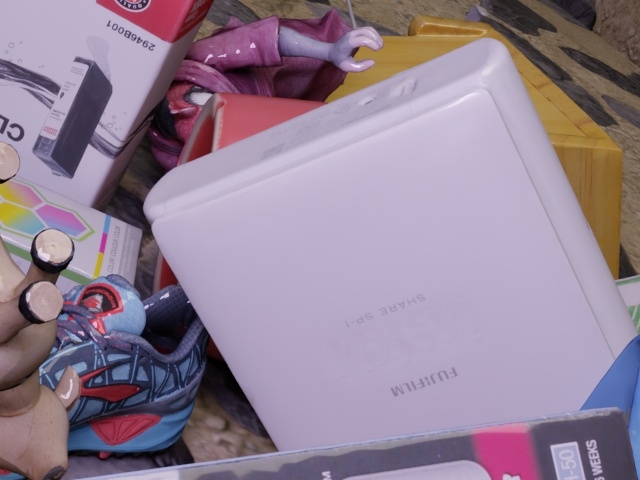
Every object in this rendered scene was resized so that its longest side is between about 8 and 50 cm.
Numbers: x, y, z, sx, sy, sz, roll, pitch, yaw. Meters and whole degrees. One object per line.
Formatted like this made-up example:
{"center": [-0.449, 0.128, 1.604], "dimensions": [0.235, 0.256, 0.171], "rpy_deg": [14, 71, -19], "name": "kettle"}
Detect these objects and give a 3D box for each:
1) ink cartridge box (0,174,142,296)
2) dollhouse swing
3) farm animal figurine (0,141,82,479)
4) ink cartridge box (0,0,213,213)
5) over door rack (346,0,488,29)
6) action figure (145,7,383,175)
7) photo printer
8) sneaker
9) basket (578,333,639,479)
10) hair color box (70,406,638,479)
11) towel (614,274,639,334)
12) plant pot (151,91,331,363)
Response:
{"center": [-0.242, -0.003, 1.073], "dimensions": [0.209, 0.062, 0.109], "rpy_deg": [25, 22, -13], "name": "ink cartridge box"}
{"center": [0.140, -0.081, 1.708], "dimensions": [0.305, 0.315, 0.347], "rpy_deg": [-16, 37, -13], "name": "dollhouse swing"}
{"center": [-0.141, 0.146, 0.656], "dimensions": [0.326, 0.172, 0.330], "rpy_deg": [25, 59, -16], "name": "farm animal figurine"}
{"center": [-0.222, -0.156, 1.162], "dimensions": [0.197, 0.273, 0.114], "rpy_deg": [29, 24, -2], "name": "ink cartridge box"}
{"center": [0.129, -0.245, 2.045], "dimensions": [0.239, 0.108, 0.324], "rpy_deg": [21, 43, -21], "name": "over door rack"}
{"center": [-0.093, -0.155, 1.371], "dimensions": [0.275, 0.248, 0.370], "rpy_deg": [31, 17, 6], "name": "action figure"}
{"center": [0.064, 0.053, 0.940], "dimensions": [0.307, 0.256, 0.107], "rpy_deg": [62, 20, -21], "name": "photo printer"}
{"center": [-0.168, 0.071, 0.909], "dimensions": [0.104, 0.125, 0.262], "rpy_deg": [37, 21, 27], "name": "sneaker"}
{"center": [0.117, 0.209, 0.789], "dimensions": [0.201, 0.255, 0.289], "rpy_deg": [29, 31, 3], "name": "basket"}
{"center": [-0.051, 0.178, 0.509], "dimensions": [0.374, 0.113, 0.185], "rpy_deg": [-4, 75, -26], "name": "hair color box"}
{"center": [0.218, 0.116, 1.085], "dimensions": [0.038, 0.248, 0.325], "rpy_deg": [61, 40, -18], "name": "towel"}
{"center": [0.006, 0.005, 1.142], "dimensions": [0.243, 0.275, 0.275], "rpy_deg": [15, 23, -13], "name": "plant pot"}
